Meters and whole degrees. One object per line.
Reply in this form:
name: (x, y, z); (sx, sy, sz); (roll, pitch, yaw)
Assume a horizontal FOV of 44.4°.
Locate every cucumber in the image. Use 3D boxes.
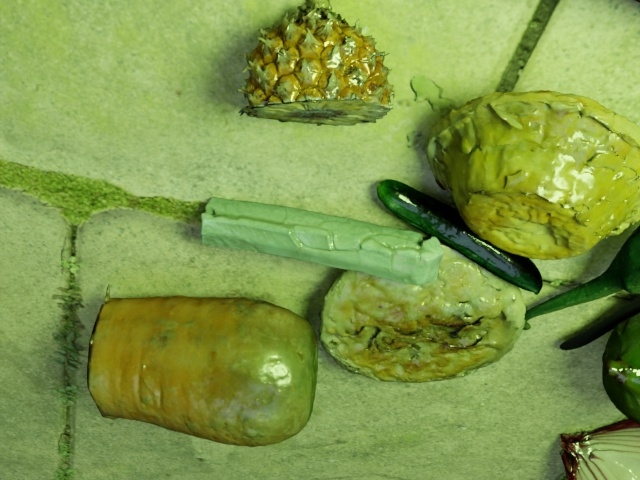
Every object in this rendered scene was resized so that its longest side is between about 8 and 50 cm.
cucumber: (0.197, -0.007, 1.072); (0.284, 0.056, 0.056); (31, 131, -12)

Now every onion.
onion: (0.567, 0.430, 1.415); (0.283, 0.227, 0.120); (28, 173, 38)

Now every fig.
fig: (0.495, 0.193, 1.138); (0.244, 0.195, 0.195); (-5, 151, -47)

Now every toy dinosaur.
toy dinosaur: (0.384, 0.021, 1.035); (0.300, 0.087, 0.447); (2, 149, 21)

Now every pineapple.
pineapple: (-0.004, -0.206, 0.868); (0.175, 0.137, 0.161); (1, 179, -3)

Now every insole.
insole: (0.468, 0.111, 1.196); (0.086, 0.005, 0.253); (10, 141, -39)

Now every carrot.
carrot: (-0.176, 0.193, 1.204); (0.340, 0.224, 0.224); (5, 136, 4)

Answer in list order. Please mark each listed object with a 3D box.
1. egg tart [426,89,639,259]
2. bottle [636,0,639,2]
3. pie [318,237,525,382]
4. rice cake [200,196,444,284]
egg tart: (0.255, -0.059, 0.929); (0.294, 0.116, 0.295); (15, 156, 7)
bottle: (0.410, -0.262, 0.753); (0.336, 0.144, 0.144); (18, 134, -17)
pie: (0.150, 0.127, 1.209); (0.338, 0.077, 0.339); (2, 135, 2)
rice cake: (0.000, 0.000, 1.076); (0.336, 0.063, 0.066); (9, 136, 7)
